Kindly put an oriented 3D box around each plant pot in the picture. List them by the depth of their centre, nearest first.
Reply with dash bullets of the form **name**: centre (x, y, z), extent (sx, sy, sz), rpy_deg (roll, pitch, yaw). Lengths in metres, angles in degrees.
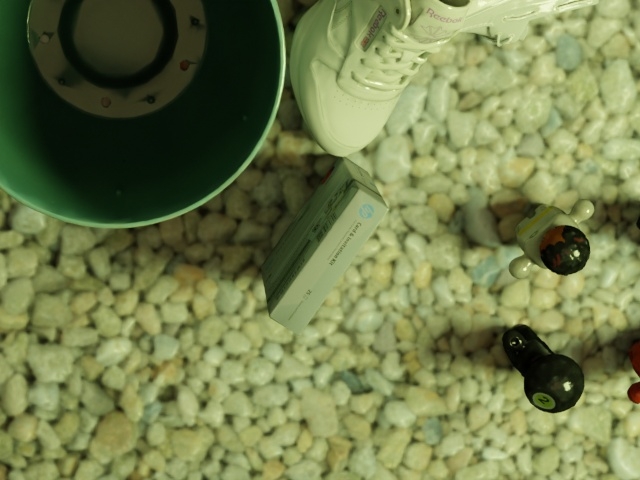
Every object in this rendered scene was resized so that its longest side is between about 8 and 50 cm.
- **plant pot**: centre (-0.186, -0.180, 1.457), extent (0.293, 0.235, 0.293), rpy_deg (-1, 104, -5)

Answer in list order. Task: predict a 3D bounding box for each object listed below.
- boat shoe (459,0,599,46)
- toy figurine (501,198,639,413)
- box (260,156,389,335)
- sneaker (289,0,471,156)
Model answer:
- **boat shoe**: centre (0.185, -0.223, 1.577), extent (0.184, 0.066, 0.063), rpy_deg (-23, 103, -10)
- **toy figurine**: centre (0.290, 0.065, 1.605), extent (0.213, 0.148, 0.210), rpy_deg (3, 103, -6)
- **box**: centre (0.000, 0.000, 1.542), extent (0.038, 0.186, 0.145), rpy_deg (34, 98, -12)
- **sneaker**: centre (0.060, -0.201, 1.498), extent (0.114, 0.152, 0.305), rpy_deg (1, 123, -28)
